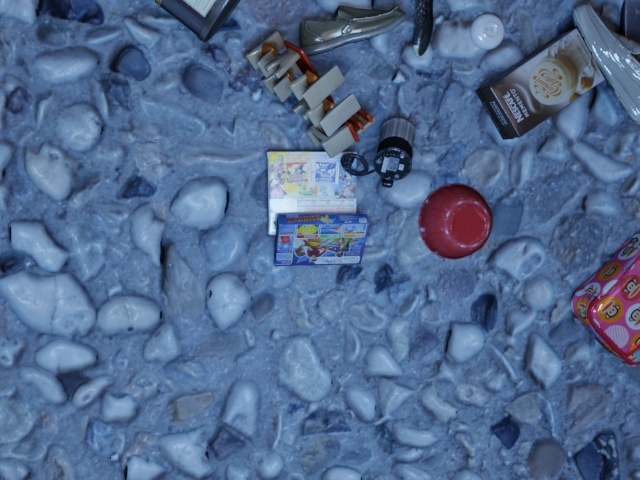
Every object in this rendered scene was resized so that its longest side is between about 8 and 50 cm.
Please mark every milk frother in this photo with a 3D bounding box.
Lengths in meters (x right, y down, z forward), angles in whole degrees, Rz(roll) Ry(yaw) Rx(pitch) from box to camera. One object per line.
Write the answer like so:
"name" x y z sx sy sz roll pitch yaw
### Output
"milk frother" 0.130 -0.201 1.672 0.143 0.135 0.129 26 127 -9

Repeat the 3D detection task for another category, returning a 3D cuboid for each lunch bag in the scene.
"lunch bag" 0.786 0.151 1.826 0.293 0.120 0.258 -46 104 -1

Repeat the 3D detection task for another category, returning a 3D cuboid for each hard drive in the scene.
"hard drive" 0.799 -0.451 1.796 0.171 0.054 0.255 -9 97 -8

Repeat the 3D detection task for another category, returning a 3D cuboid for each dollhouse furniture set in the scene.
"dollhouse furniture set" -0.001 -0.315 1.595 0.135 0.262 0.259 -41 133 -5

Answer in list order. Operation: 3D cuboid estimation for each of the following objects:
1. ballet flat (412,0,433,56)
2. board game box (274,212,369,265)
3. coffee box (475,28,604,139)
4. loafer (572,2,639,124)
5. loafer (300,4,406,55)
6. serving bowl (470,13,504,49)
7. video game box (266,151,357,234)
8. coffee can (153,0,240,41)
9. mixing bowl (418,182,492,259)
"ballet flat" 0.228 -0.506 1.710 0.049 0.057 0.173 7 94 30
"board game box" 0.000 0.000 1.681 0.201 0.035 0.136 0 136 -10
"coffee box" 0.505 -0.357 1.735 0.246 0.098 0.141 -35 100 -4
"loafer" 0.693 -0.417 1.726 0.111 0.112 0.320 -33 85 18
"loafer" 0.068 -0.479 1.655 0.251 0.094 0.088 -19 102 -7
"serving bowl" 0.390 -0.486 1.740 0.083 0.027 0.083 -1 95 -8
"video game box" -0.020 -0.108 1.701 0.205 0.048 0.187 -1 97 -9
"coffee can" -0.288 -0.573 1.534 0.275 0.201 0.202 37 89 -10
"mixing bowl" 0.327 -0.041 1.738 0.181 0.098 0.182 -1 96 -10
